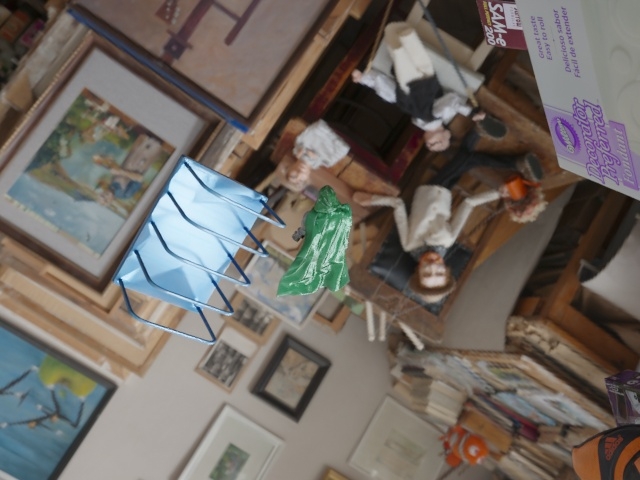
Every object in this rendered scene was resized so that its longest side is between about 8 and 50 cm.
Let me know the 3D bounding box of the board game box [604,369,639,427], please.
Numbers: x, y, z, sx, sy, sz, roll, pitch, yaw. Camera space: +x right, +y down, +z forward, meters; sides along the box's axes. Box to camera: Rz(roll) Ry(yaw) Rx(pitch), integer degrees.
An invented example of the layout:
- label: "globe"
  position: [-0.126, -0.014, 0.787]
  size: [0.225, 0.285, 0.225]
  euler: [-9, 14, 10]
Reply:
- label: "board game box"
  position: [0.473, 0.282, 0.761]
  size: [0.347, 0.056, 0.208]
  euler: [170, 80, -80]

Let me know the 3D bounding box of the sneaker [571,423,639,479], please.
- label: "sneaker"
  position: [0.319, 0.307, 0.630]
  size: [0.125, 0.180, 0.320]
  euler: [-5, 120, 1]

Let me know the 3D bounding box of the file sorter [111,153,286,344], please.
- label: "file sorter"
  position: [-0.134, 0.015, 0.740]
  size: [0.118, 0.170, 0.104]
  euler: [26, -170, -34]

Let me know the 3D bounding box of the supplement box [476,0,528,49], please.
- label: "supplement box"
  position: [0.303, -0.419, 0.957]
  size: [0.073, 0.239, 0.130]
  euler: [15, 171, 25]

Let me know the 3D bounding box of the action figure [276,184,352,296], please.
- label: "action figure"
  position: [0.000, 0.000, 1.061]
  size: [0.063, 0.137, 0.232]
  euler: [60, 153, 33]

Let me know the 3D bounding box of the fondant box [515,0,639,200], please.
- label: "fondant box"
  position: [0.323, -0.137, 0.571]
  size: [0.238, 0.096, 0.330]
  euler: [63, 174, -29]
